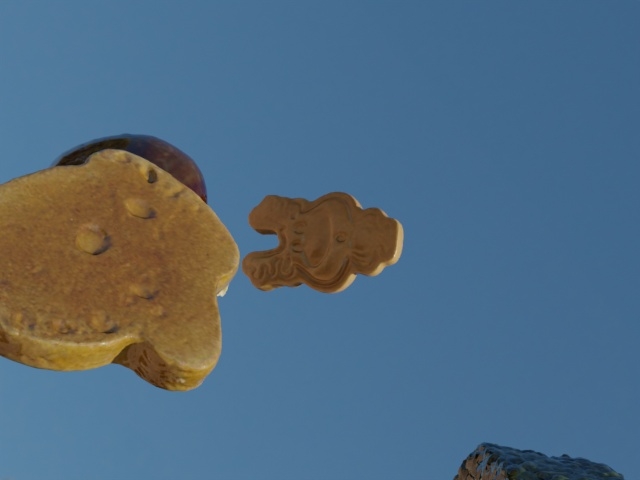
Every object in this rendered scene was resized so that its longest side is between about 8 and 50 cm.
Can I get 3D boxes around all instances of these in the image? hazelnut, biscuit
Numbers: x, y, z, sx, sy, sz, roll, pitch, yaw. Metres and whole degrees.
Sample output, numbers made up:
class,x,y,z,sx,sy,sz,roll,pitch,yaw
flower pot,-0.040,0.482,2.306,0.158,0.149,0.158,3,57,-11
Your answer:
class,x,y,z,sx,sy,sz,roll,pitch,yaw
hazelnut,-0.257,-0.034,2.170,0.218,0.234,0.218,45,2,-2
biscuit,-0.209,0.040,1.739,0.287,0.344,0.057,41,-53,13
biscuit,0.001,0.003,2.395,0.236,0.040,0.144,-2,-104,29

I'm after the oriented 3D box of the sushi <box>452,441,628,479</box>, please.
class,x,y,z,sx,sy,sz,roll,pitch,yaw
sushi,0.243,0.386,1.975,0.352,0.178,0.294,-150,-109,-82
